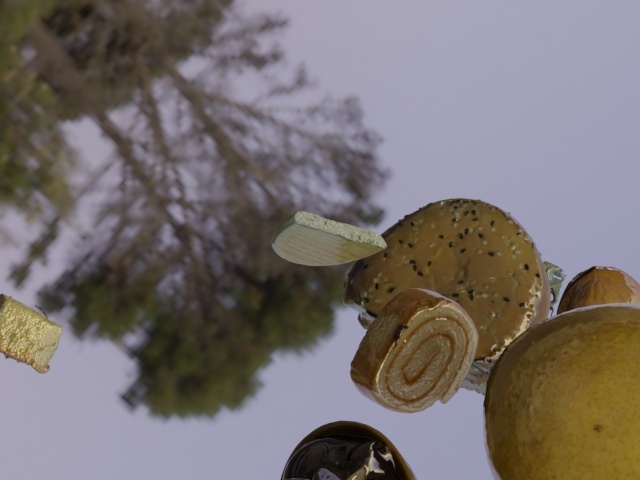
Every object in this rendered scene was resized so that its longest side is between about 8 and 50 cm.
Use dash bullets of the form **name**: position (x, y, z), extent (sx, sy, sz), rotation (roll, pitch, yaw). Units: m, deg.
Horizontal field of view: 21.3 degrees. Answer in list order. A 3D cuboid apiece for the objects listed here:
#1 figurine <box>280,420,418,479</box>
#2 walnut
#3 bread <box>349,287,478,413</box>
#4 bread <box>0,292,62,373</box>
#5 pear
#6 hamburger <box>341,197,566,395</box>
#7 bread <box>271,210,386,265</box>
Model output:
- **figurine**: position (0.017, 0.291, 1.713), extent (0.192, 0.167, 0.257), rotation (-58, 175, 15)
- **walnut**: position (0.383, 0.119, 2.272), extent (0.144, 0.180, 0.144), rotation (-18, -170, 4)
- **bread**: position (0.114, 0.132, 1.964), extent (0.149, 0.122, 0.073), rotation (-58, -152, -4)
- **bread**: position (-0.421, 0.129, 2.404), extent (0.084, 0.109, 0.080), rotation (-63, -166, -2)
- **pear**: position (0.323, 0.211, 1.740), extent (0.314, 0.314, 0.314), rotation (-38, -158, 18)
- **hamburger**: position (0.216, 0.081, 2.670), extent (0.318, 0.195, 0.276), rotation (21, -112, 19)
- **bread**: position (-0.005, 0.001, 2.546), extent (0.112, 0.193, 0.036), rotation (-30, -123, 39)
